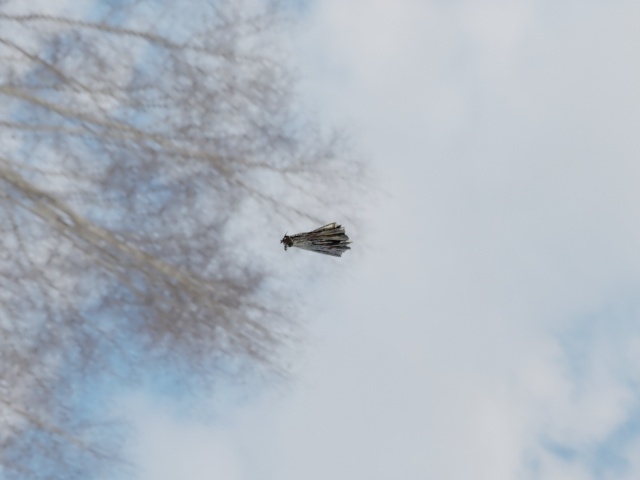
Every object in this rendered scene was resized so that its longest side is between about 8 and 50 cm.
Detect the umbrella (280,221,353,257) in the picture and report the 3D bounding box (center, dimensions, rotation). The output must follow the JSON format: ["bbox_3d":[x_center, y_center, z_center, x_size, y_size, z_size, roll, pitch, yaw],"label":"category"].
[{"bbox_3d":[-0.002,0.000,1.269,0.020,0.083,0.031,2,-87,53],"label":"umbrella"}]
